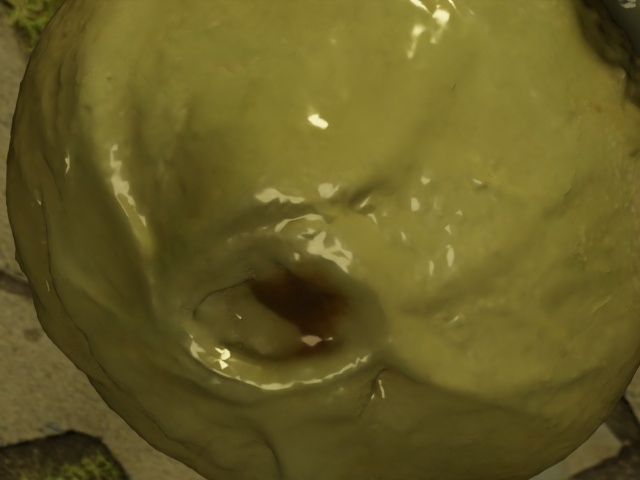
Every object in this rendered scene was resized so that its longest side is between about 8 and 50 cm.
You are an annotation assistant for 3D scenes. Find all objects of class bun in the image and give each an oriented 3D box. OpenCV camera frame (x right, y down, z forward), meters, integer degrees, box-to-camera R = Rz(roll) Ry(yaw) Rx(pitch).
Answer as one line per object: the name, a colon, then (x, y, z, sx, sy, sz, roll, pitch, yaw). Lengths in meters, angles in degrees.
bun: (0.000, -0.001, 0.951, 0.364, 0.202, 0.364, 8, 121, 13)

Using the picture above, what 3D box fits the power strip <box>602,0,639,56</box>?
power strip: (0.183, -0.103, 0.988, 0.098, 0.058, 0.338, 3, 118, 14)
